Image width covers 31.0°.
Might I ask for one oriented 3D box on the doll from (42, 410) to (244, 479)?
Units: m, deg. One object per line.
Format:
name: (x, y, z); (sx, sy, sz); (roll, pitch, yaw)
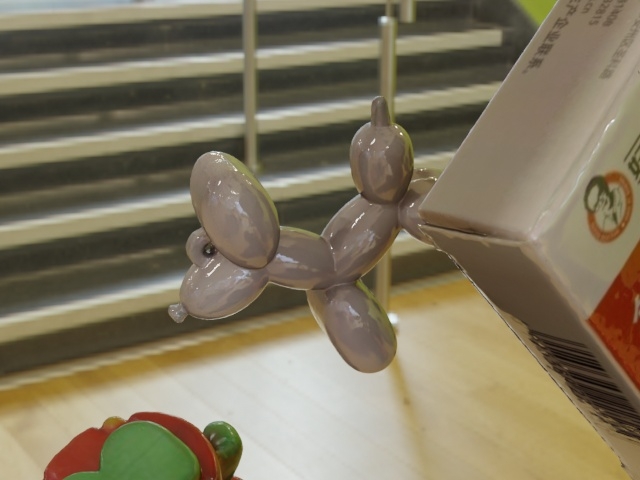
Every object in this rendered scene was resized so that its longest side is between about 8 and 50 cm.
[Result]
doll: (-0.105, 0.266, 0.868); (0.160, 0.363, 0.182); (21, 57, 35)

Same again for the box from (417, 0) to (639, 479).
box: (0.205, -0.079, 0.516); (0.069, 0.214, 0.353); (12, 62, 49)

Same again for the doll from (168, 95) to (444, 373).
doll: (0.000, 0.000, 0.619); (0.160, 0.161, 0.059); (35, 11, -32)
